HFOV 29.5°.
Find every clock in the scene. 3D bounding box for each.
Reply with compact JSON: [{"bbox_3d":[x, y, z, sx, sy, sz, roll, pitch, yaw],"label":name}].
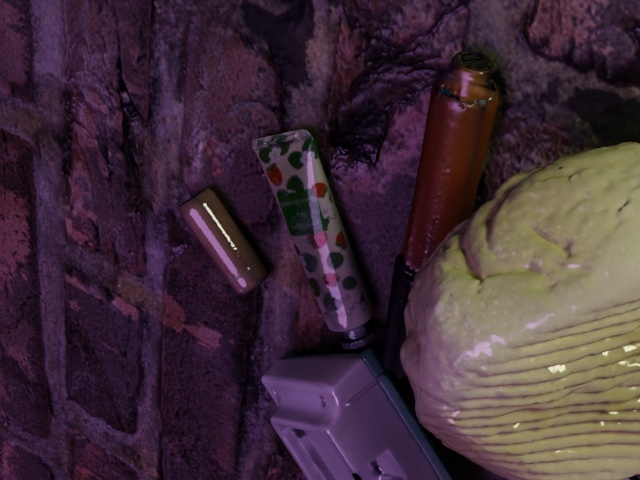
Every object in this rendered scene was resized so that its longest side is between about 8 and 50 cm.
[{"bbox_3d":[0.042,0.271,1.533,0.262,0.116,0.231,59,152,-11],"label":"clock"}]

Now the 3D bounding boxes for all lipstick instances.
[{"bbox_3d":[0.126,-0.014,1.312,0.077,0.077,0.418,27,133,22],"label":"lipstick"}]

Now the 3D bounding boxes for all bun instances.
[{"bbox_3d":[0.243,0.061,1.133,0.349,0.227,0.352,-1,131,-12],"label":"bun"}]

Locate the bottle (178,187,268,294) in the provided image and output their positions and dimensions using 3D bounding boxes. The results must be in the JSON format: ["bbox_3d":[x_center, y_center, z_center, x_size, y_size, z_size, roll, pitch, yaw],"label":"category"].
[{"bbox_3d":[-0.123,0.002,1.550,0.053,0.053,0.140,-25,101,47],"label":"bottle"}]

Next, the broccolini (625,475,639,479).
[{"bbox_3d":[0.353,0.233,1.315,0.271,0.062,0.123,25,148,32],"label":"broccolini"}]

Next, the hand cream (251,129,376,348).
[{"bbox_3d":[0.000,0.000,1.447,0.095,0.059,0.276,-9,110,41],"label":"hand cream"}]
